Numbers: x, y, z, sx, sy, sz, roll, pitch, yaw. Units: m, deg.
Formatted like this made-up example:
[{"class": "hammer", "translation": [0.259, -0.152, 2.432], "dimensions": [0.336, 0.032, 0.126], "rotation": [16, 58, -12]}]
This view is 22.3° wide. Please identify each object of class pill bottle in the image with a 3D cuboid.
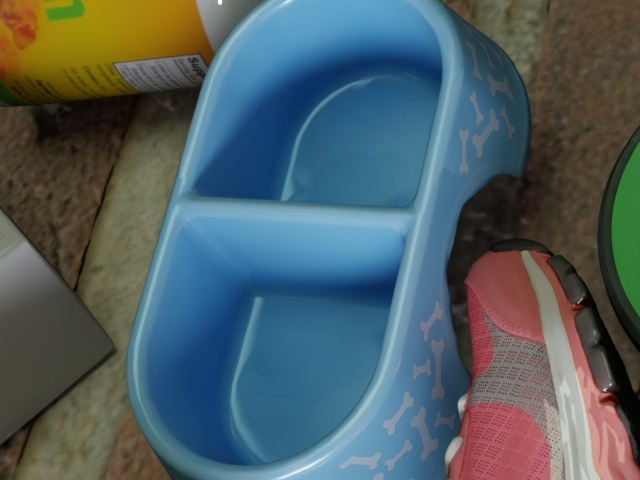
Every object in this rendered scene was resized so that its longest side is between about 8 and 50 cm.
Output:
[{"class": "pill bottle", "translation": [-0.087, -0.155, 0.936], "dimensions": [0.245, 0.136, 0.136], "rotation": [-4, 52, 18]}]

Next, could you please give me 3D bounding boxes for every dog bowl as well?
[{"class": "dog bowl", "translation": [0.000, 0.000, 0.782], "dimensions": [0.166, 0.074, 0.297], "rotation": [4, 68, 26]}]

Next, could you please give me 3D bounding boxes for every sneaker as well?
[{"class": "sneaker", "translation": [0.077, 0.130, 0.653], "dimensions": [0.136, 0.116, 0.314], "rotation": [-19, 49, 12]}]

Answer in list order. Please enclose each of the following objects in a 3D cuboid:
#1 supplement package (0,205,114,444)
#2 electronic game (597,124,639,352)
[{"class": "supplement package", "translation": [-0.213, 0.016, 0.884], "dimensions": [0.105, 0.105, 0.179], "rotation": [-40, 48, -9]}, {"class": "electronic game", "translation": [0.239, -0.013, 0.735], "dimensions": [0.229, 0.048, 0.229], "rotation": [-13, 50, 16]}]
